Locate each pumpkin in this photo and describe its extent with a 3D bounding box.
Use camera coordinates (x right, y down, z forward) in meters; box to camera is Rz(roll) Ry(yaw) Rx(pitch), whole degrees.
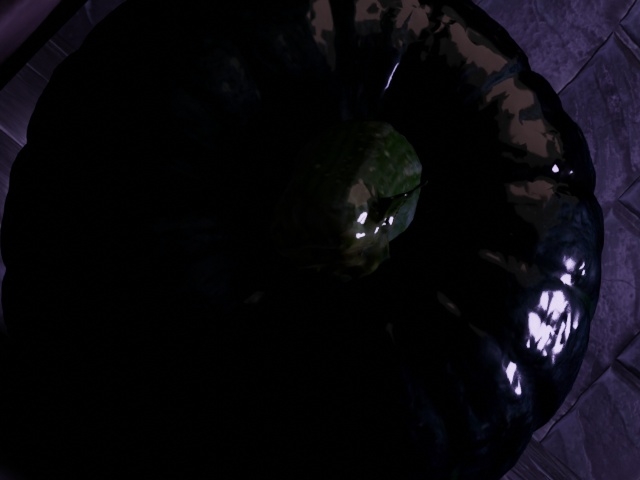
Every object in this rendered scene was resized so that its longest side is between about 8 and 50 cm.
[{"bbox_3d":[0.000,0.000,0.436,0.248,0.248,0.248,41,3,-3],"label":"pumpkin"}]

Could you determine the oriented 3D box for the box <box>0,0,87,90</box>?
[{"bbox_3d":[-0.198,-0.095,0.388,0.188,0.153,0.252,42,2,-11],"label":"box"}]
